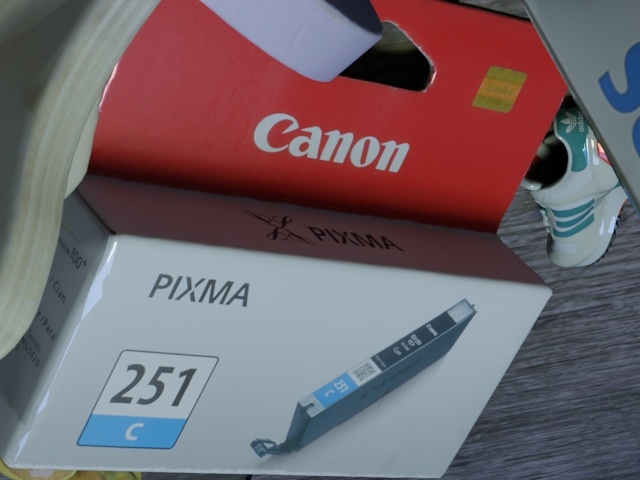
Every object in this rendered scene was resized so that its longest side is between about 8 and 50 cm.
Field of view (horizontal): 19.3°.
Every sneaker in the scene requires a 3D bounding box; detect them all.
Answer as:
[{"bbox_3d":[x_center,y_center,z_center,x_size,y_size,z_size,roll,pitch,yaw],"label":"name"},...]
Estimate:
[{"bbox_3d":[0.149,-0.036,1.140,0.075,0.057,0.161,7,153,-9],"label":"sneaker"}]

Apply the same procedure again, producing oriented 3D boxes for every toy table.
[{"bbox_3d":[-0.109,-0.098,0.638,0.161,0.252,0.274,-38,139,10],"label":"toy table"}]

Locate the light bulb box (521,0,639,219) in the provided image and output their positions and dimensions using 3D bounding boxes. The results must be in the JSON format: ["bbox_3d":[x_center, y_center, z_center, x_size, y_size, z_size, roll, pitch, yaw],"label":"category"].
[{"bbox_3d":[0.337,-0.072,0.761,0.361,0.225,0.358,-35,155,21],"label":"light bulb box"}]

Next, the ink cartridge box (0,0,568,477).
[{"bbox_3d":[0.000,0.000,0.958,0.296,0.066,0.261,7,119,-40],"label":"ink cartridge box"}]

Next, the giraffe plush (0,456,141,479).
[{"bbox_3d":[-0.193,0.077,1.077,0.170,0.181,0.210,-12,-168,17],"label":"giraffe plush"}]
